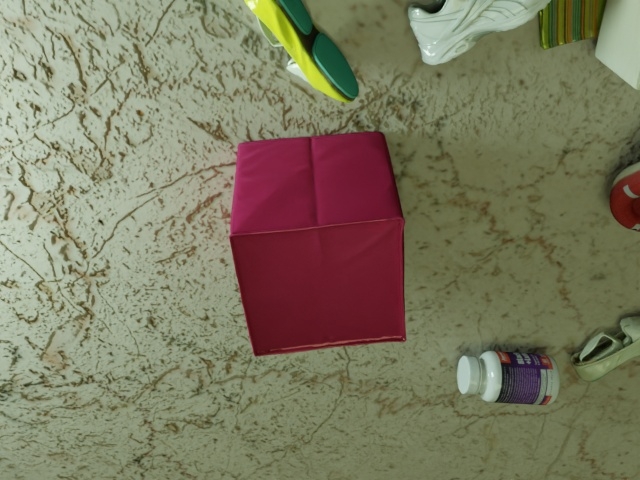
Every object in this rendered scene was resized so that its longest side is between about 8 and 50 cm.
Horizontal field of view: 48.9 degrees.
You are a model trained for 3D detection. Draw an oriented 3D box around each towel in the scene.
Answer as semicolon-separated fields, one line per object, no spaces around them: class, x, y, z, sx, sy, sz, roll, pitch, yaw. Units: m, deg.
towel;0.447;-0.359;1.053;0.237;0.021;0.102;-12;128;5

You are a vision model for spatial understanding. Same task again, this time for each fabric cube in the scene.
fabric cube;0.000;0.000;1.148;0.258;0.258;0.254;-5;126;0

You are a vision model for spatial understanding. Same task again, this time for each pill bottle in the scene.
pill bottle;0.394;0.290;1.489;0.193;0.108;0.108;5;127;-8

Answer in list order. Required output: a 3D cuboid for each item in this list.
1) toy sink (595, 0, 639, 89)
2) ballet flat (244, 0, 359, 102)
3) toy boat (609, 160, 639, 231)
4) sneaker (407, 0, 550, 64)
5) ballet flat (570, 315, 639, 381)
toy sink;0.492;-0.343;0.967;0.131;0.153;0.234;-1;121;-3
ballet flat;-0.031;-0.293;1.049;0.077;0.077;0.231;-17;127;36
toy boat;0.586;-0.054;1.170;0.150;0.151;0.231;16;164;-9
sneaker;0.230;-0.351;1.005;0.232;0.090;0.115;-28;121;16
ballet flat;0.632;0.211;1.469;0.086;0.086;0.248;35;118;-26
